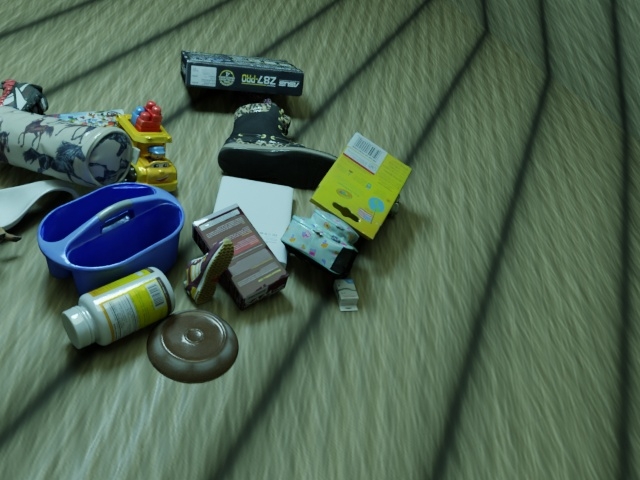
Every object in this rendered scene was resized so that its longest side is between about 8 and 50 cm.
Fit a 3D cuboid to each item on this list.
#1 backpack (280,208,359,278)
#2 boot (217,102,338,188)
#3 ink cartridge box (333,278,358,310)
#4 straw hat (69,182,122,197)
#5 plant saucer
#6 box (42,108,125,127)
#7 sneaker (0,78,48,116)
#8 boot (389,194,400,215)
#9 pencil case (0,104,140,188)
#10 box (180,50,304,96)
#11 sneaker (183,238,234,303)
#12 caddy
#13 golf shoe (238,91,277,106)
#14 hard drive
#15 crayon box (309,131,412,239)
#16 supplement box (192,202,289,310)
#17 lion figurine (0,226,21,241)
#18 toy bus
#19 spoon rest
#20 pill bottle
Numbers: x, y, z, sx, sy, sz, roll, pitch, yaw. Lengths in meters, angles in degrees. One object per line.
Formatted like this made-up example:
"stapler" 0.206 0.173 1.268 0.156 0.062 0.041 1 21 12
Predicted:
"backpack" 0.000 0.000 1.525 0.189 0.144 0.166 23 3 11
"boot" -0.117 -0.302 1.883 0.378 0.138 0.284 4 41 -4
"ink cartridge box" 0.066 0.137 1.511 0.048 0.028 0.083 0 43 -17
"straw hat" -0.615 -0.177 1.638 0.145 0.061 0.144 8 41 -7
"plant saucer" -0.276 0.217 1.311 0.199 0.036 0.198 8 40 -7
"box" -0.689 -0.325 1.797 0.233 0.044 0.159 -12 47 -28
"sneaker" -0.877 -0.386 1.768 0.135 0.097 0.276 -2 42 -15
"boot" 0.152 -0.109 1.779 0.165 0.077 0.213 17 34 2
"pencil case" -0.680 -0.244 1.555 0.411 0.159 0.183 14 27 20
"box" -0.285 -0.594 2.118 0.395 0.097 0.318 0 25 -17
"sneaker" -0.266 0.057 1.382 0.084 0.185 0.070 44 27 25
"caddy" -0.480 -0.013 1.403 0.241 0.179 0.341 34 44 20
"golf shoe" -0.218 -0.474 2.108 0.186 0.067 0.086 35 2 37
"hard drive" -0.188 -0.052 1.640 0.211 0.040 0.318 9 41 -6
"crayon box" 0.106 -0.141 1.674 0.202 0.081 0.318 34 50 -1
"supplement box" -0.198 0.037 1.462 0.130 0.073 0.239 -27 66 -25
"lion figurine" -0.877 0.009 1.273 0.240 0.142 0.392 39 39 11
"toy bus" -0.474 -0.263 1.650 0.150 0.211 0.220 -9 46 -45
"spoon rest" -0.735 -0.093 1.489 0.277 0.084 0.137 -21 52 -36
"pill bottle" -0.428 0.146 1.281 0.215 0.117 0.117 -25 54 -36
